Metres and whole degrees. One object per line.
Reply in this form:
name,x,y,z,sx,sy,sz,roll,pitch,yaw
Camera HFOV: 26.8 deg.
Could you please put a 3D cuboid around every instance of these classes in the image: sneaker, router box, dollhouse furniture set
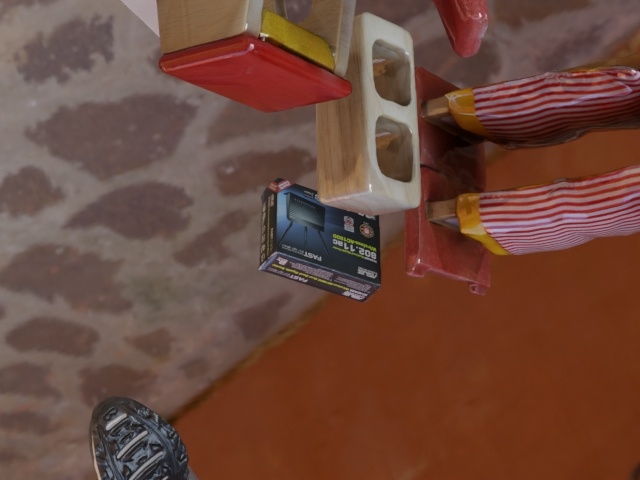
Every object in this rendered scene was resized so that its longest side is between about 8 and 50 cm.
sneaker,-0.188,0.270,1.500,0.100,0.108,0.271,-39,129,-15
router box,0.000,0.000,1.325,0.122,0.092,0.038,18,141,-24
dollhouse furniture set,0.094,-0.072,0.823,0.201,0.152,0.374,-10,166,34

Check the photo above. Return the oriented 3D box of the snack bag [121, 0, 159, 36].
snack bag,-0.171,-0.369,1.503,0.037,0.323,0.343,-28,149,-34
